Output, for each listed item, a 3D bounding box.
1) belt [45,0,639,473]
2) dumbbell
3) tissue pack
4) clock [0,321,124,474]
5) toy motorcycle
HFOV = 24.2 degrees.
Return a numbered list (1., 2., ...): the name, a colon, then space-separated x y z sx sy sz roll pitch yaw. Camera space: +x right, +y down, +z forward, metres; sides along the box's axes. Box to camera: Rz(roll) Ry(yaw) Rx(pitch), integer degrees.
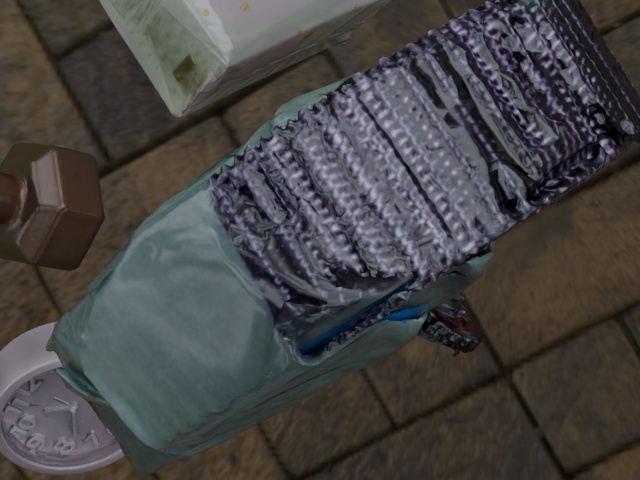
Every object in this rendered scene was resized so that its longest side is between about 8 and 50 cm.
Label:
1. belt: 0.000 0.000 0.726 0.325 0.260 0.122 -34 89 44
2. dumbbell: -0.245 -0.037 0.945 0.092 0.231 0.082 7 86 45
3. tissue pack: -0.073 -0.242 1.334 0.185 0.225 0.124 57 143 3
4. clock: -0.298 0.189 1.779 0.197 0.068 0.196 -9 131 -11
5. toy motorcycle: 0.047 0.038 1.346 0.215 0.122 0.080 24 114 -25
